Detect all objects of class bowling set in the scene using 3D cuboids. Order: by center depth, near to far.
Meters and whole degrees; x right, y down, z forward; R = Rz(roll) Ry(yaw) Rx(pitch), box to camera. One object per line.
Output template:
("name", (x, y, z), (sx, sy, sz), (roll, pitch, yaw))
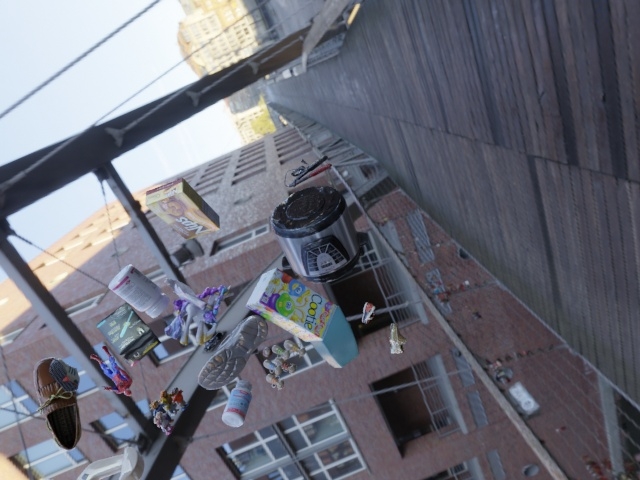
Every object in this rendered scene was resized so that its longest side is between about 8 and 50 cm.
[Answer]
("bowling set", (-0.232, 0.687, 2.297), (0.154, 0.286, 0.200), (17, 165, 37))

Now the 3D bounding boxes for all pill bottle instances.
("pill bottle", (-0.320, 0.636, 1.601), (0.160, 0.087, 0.087), (-76, -32, -54))
("pill bottle", (-0.956, 0.275, 2.172), (0.283, 0.160, 0.160), (48, -171, -24))

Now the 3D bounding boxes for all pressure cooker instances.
("pressure cooker", (0.001, -0.004, 1.946), (0.370, 0.375, 0.420), (15, 140, 39))

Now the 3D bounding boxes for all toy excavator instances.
("toy excavator", (-0.959, 0.980, 1.532), (0.444, 0.434, 0.222), (-71, -19, -46))

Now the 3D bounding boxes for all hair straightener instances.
("hair straightener", (-0.064, -0.301, 1.749), (0.047, 0.231, 0.088), (2, -118, -65))

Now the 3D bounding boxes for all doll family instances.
("doll family", (-0.841, 0.909, 2.203), (0.263, 0.119, 0.163), (-68, -42, -64))

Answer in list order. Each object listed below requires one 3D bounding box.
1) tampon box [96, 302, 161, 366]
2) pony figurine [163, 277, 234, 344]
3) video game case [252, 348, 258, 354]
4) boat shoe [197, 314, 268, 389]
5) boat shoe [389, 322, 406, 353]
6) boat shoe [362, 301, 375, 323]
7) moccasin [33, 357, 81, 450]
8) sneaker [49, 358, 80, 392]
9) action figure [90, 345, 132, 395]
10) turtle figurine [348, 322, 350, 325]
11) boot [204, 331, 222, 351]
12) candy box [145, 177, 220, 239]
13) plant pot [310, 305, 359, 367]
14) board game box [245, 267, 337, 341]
("tampon box", (-0.644, 0.316, 1.374), (0.161, 0.120, 0.101), (35, 150, 28))
("pony figurine", (-0.675, 0.362, 2.178), (0.351, 0.362, 0.303), (27, 176, -33))
("video game case", (-0.333, 0.488, 1.892), (0.122, 0.011, 0.087), (16, -126, -64))
("boat shoe", (-0.346, 0.448, 1.651), (0.132, 0.355, 0.130), (46, 176, -11))
("boat shoe", (0.343, 0.432, 1.796), (0.189, 0.072, 0.068), (77, -155, -43))
("boat shoe", (0.202, 0.306, 1.693), (0.049, 0.043, 0.136), (-56, -23, -37))
("moccasin", (-1.058, 0.658, 1.642), (0.147, 0.139, 0.379), (-6, 92, 55))
("sneaker", (-0.980, 0.506, 1.572), (0.075, 0.057, 0.161), (-119, 12, -61))
("action figure", (-0.940, 0.583, 1.822), (0.280, 0.091, 0.139), (38, 159, 22))
("turtle figurine", (0.095, 0.512, 2.208), (0.175, 0.234, 0.118), (46, -161, -6))
("boot", (-0.532, 0.501, 2.052), (0.045, 0.099, 0.121), (42, -172, -5))
("candy box", (-0.612, -0.132, 1.842), (0.316, 0.183, 0.087), (58, -163, -57))
("plant pot", (0.059, 0.447, 1.850), (0.234, 0.166, 0.165), (57, 156, 6))
("board game box", (-0.104, 0.240, 1.485), (0.276, 0.141, 0.144), (34, 151, -17))
